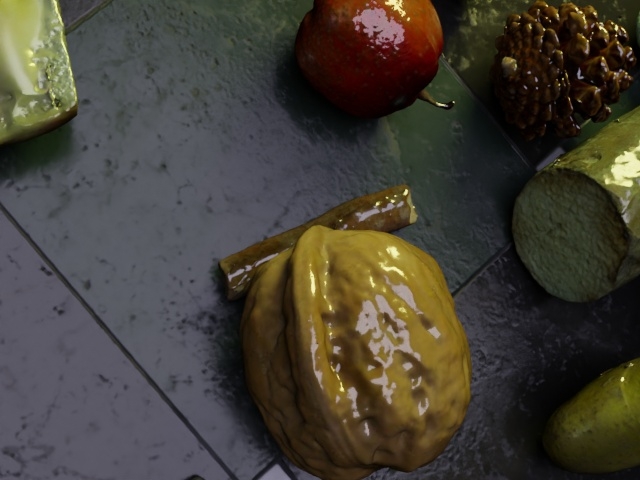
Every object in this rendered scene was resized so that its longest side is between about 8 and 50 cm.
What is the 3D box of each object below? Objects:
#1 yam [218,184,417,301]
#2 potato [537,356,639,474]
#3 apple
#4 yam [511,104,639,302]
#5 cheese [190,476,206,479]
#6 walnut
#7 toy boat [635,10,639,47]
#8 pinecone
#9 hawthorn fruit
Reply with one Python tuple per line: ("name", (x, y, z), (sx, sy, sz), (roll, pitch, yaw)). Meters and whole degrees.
("yam", (0.000, 0.000, 1.125), (0.241, 0.057, 0.057), (-23, 88, -17))
("potato", (0.349, 0.181, 1.117), (0.251, 0.149, 0.113), (-22, 79, 29))
("apple", (-0.346, -0.211, 1.039), (0.193, 0.120, 0.265), (-14, 83, -2))
("yam", (0.371, -0.066, 1.165), (0.304, 0.168, 0.168), (-31, 90, -16))
("cheese", (-0.075, 0.321, 1.069), (0.194, 0.043, 0.065), (40, 70, -4))
("walnut", (0.033, 0.107, 1.033), (0.224, 0.257, 0.257), (-15, 85, 19))
("toy boat", (0.470, -0.265, 1.277), (0.207, 0.079, 0.134), (-20, 95, -26))
("pinecone", (0.275, -0.193, 1.168), (0.173, 0.173, 0.173), (2, 82, -14))
("hawthorn fruit", (0.068, -0.203, 1.119), (0.194, 0.157, 0.157), (41, 75, -9))
